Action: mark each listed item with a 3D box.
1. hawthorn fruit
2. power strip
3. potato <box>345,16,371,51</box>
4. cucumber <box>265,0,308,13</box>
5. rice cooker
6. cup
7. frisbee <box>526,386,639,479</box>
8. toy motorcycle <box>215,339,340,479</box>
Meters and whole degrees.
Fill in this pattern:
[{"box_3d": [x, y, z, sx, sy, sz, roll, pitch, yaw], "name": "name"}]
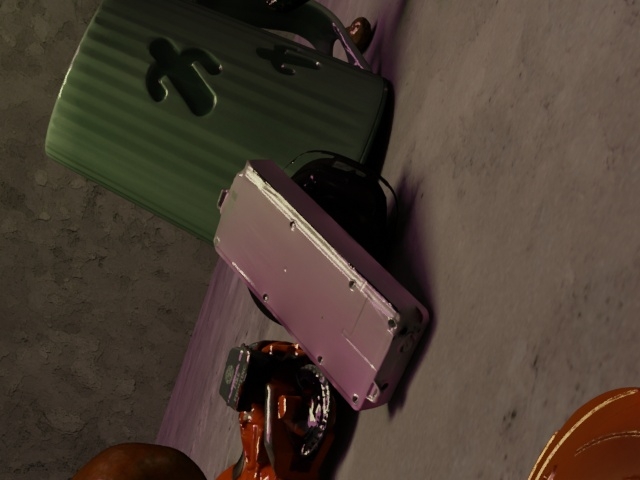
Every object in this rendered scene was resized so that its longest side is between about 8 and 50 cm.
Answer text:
[{"box_3d": [-0.285, 0.439, 1.447, 0.301, 0.267, 0.268, -44, 29, 53], "name": "hawthorn fruit"}, {"box_3d": [-0.010, 0.033, 0.859, 0.279, 0.037, 0.109, 45, 125, 37], "name": "power strip"}, {"box_3d": [0.056, -0.326, 1.497, 0.046, 0.045, 0.092, -38, 3, -17], "name": "potato"}, {"box_3d": [0.044, -0.411, 1.261, 0.303, 0.072, 0.081, -39, 13, 0], "name": "cucumber"}, {"box_3d": [0.000, -0.001, 0.989, 0.203, 0.142, 0.118, -64, 1, 28], "name": "rice cooker"}, {"box_3d": [-0.126, -0.169, 1.279, 0.310, 0.392, 0.401, -61, 10, 28], "name": "cup"}, {"box_3d": [0.113, 0.156, 0.410, 0.192, 0.035, 0.192, -164, 90, -79], "name": "frisbee"}, {"box_3d": [-0.072, 0.256, 0.988, 0.221, 0.147, 0.326, 20, 94, 58], "name": "toy motorcycle"}]
